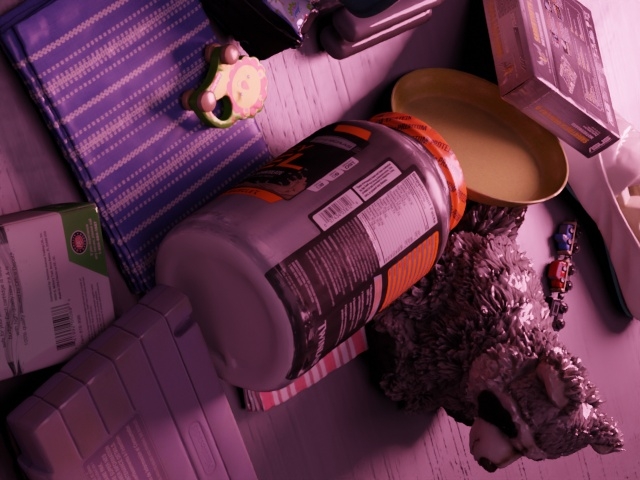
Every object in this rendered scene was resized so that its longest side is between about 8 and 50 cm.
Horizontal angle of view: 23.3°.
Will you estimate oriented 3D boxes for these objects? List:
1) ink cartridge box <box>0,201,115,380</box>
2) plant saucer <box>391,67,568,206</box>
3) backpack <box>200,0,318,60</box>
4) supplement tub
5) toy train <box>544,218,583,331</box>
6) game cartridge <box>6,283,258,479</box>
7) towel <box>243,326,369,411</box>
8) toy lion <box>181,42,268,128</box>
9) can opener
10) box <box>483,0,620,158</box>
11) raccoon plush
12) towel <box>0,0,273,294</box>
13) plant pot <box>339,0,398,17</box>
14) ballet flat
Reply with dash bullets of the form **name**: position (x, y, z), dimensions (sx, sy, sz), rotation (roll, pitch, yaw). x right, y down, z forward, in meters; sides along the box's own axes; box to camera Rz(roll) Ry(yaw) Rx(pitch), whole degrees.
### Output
- **ink cartridge box**: position (-0.316, 0.054, 1.529), dimensions (0.208, 0.087, 0.153), rotation (-14, 101, -40)
- **plant saucer**: position (0.189, -0.120, 1.903), dimensions (0.241, 0.037, 0.241), rotation (18, 39, -15)
- **backpack**: position (-0.070, -0.267, 1.719), dimensions (0.114, 0.105, 0.084), rotation (40, 59, -26)
- **supplement tub**: position (0.000, 0.000, 1.696), dimensions (0.338, 0.207, 0.207), rotation (-36, 114, -40)
- **toy train**: position (0.326, 0.045, 2.111), dimensions (0.036, 0.027, 0.158), rotation (17, 80, -29)
- **game cartridge**: position (-0.181, 0.247, 1.619), dimensions (0.230, 0.068, 0.355), rotation (-39, 131, -28)
- **towel**: position (-0.030, 0.099, 1.814), dimensions (0.197, 0.029, 0.144), rotation (-27, 109, -39)
- **toy lion**: position (-0.098, -0.165, 1.713), dimensions (0.096, 0.034, 0.100), rotation (45, 62, -43)
- **can opener**: position (0.102, -0.311, 1.898), dimensions (0.283, 0.076, 0.095), rotation (-28, 77, -36)
- **box**: position (0.291, -0.240, 1.984), dimensions (0.183, 0.056, 0.231), rotation (28, 43, -37)
- **raccoon plush**: position (0.245, 0.060, 1.853), dimensions (0.216, 0.299, 0.446), rotation (24, 76, -44)
- **towel**: position (-0.188, -0.140, 1.673), dimensions (0.243, 0.040, 0.336), rotation (-41, 118, -34)
- **plant pot**: position (0.013, -0.426, 1.694), dimensions (0.255, 0.272, 0.271), rotation (31, 71, -22)
- **ballet flat**: position (0.426, -0.061, 2.120), dimensions (0.139, 0.139, 0.400), rotation (-43, 117, -31)
